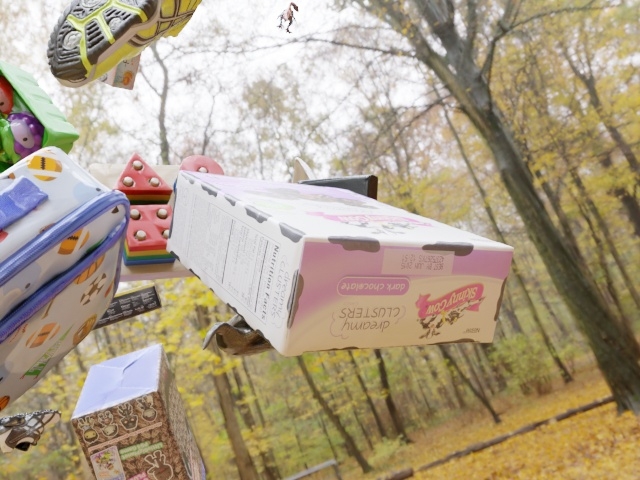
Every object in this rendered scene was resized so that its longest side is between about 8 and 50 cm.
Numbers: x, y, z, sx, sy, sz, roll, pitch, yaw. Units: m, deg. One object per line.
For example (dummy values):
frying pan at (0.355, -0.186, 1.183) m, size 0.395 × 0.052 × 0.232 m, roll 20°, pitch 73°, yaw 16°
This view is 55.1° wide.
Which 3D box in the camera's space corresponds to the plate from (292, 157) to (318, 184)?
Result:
plate at (0.000, 0.000, 1.358) m, size 0.045 × 0.278 × 0.277 m, roll -10°, pitch -46°, yaw -22°

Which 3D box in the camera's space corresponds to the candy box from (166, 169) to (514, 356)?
candy box at (0.004, 0.008, 0.437) m, size 0.164 × 0.070 × 0.196 m, roll 4°, pitch 13°, yaw -34°

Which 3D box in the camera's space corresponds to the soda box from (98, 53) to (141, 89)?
soda box at (-0.423, -0.422, 1.318) m, size 0.058 × 0.063 × 0.183 m, roll -5°, pitch -62°, yaw -56°

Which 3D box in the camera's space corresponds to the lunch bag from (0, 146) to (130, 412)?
lunch bag at (-0.296, 0.068, 0.518) m, size 0.303 × 0.115 × 0.243 m, roll -52°, pitch -3°, yaw -41°

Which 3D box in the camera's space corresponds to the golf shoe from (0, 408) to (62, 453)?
golf shoe at (-0.714, 0.467, 1.502) m, size 0.077 × 0.094 × 0.198 m, roll -16°, pitch -11°, yaw 18°

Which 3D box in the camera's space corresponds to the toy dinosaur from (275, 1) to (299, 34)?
toy dinosaur at (-0.065, -0.493, 1.341) m, size 0.047 × 0.082 × 0.090 m, roll 19°, pitch -13°, yaw -14°

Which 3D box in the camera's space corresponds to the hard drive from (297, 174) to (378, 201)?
hard drive at (0.020, -0.041, 0.866) m, size 0.135 × 0.094 × 0.022 m, roll 0°, pitch -5°, yaw 42°

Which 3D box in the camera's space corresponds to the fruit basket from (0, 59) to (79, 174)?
fruit basket at (-0.971, -0.339, 1.807) m, size 0.283 × 0.392 × 0.392 m, roll -45°, pitch -26°, yaw 24°

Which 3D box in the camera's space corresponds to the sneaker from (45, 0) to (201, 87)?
sneaker at (-0.294, -0.384, 1.041) m, size 0.385 × 0.145 × 0.147 m, roll -53°, pitch -23°, yaw -19°

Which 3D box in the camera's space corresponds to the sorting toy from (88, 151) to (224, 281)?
sorting toy at (-0.280, -0.061, 1.152) m, size 0.257 × 0.256 × 0.089 m, roll -3°, pitch -34°, yaw -30°

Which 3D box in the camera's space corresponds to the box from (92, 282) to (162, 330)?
box at (-0.617, 0.200, 1.583) m, size 0.257 × 0.079 × 0.322 m, roll -18°, pitch -1°, yaw 36°

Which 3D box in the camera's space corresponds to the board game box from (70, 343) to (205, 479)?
board game box at (-0.311, 0.371, 1.099) m, size 0.141 × 0.291 × 0.232 m, roll -17°, pitch 14°, yaw -9°

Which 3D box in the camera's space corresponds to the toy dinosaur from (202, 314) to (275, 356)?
toy dinosaur at (-0.095, 0.142, 1.022) m, size 0.160 × 0.121 × 0.313 m, roll -33°, pitch 6°, yaw 34°
